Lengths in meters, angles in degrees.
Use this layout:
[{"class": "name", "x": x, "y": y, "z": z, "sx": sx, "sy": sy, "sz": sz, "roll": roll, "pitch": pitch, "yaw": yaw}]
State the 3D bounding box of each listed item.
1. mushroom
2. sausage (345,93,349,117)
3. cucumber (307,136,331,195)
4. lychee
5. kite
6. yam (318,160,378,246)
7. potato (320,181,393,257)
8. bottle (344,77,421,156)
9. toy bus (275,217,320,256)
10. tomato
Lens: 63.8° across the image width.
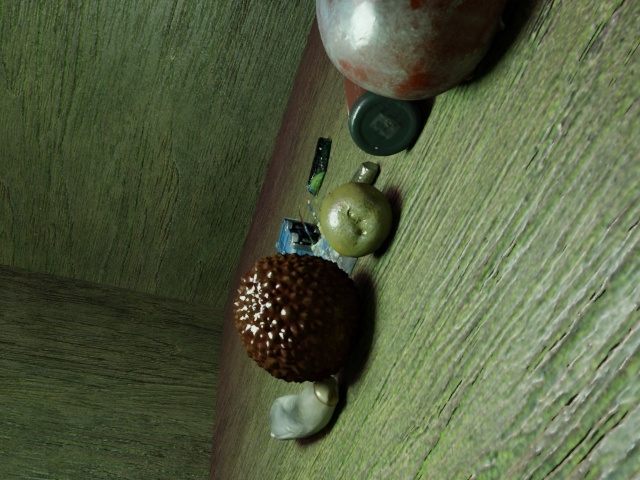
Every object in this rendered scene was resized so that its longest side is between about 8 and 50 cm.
[{"class": "mushroom", "x": -0.042, "y": 0.395, "z": 1.181, "sx": 0.351, "sy": 0.097, "sz": 0.109, "roll": 131, "pitch": 147, "yaw": -53}, {"class": "sausage", "x": 0.093, "y": -0.417, "z": 1.517, "sx": 0.043, "sy": 0.043, "sz": 0.186, "roll": 118, "pitch": 160, "yaw": -45}, {"class": "cucumber", "x": 0.000, "y": -0.260, "z": 1.731, "sx": 0.070, "sy": 0.046, "sz": 0.220, "roll": -19, "pitch": 58, "yaw": 64}, {"class": "lychee", "x": -0.043, "y": 0.156, "z": 1.074, "sx": 0.276, "sy": 0.304, "sz": 0.275, "roll": -24, "pitch": 48, "yaw": 29}, {"class": "kite", "x": -0.002, "y": 0.000, "z": 1.326, "sx": 0.310, "sy": 0.015, "sz": 0.169, "roll": 63, "pitch": 141, "yaw": 36}, {"class": "yam", "x": 0.066, "y": -0.083, "z": 1.276, "sx": 0.061, "sy": 0.061, "sz": 0.274, "roll": -92, "pitch": 22, "yaw": -46}, {"class": "potato", "x": 0.072, "y": -0.048, "z": 1.088, "sx": 0.194, "sy": 0.157, "sz": 0.157, "roll": -83, "pitch": 9, "yaw": -82}, {"class": "bottle", "x": 0.119, "y": -0.325, "z": 1.121, "sx": 0.336, "sy": 0.144, "sz": 0.144, "roll": -94, "pitch": 23, "yaw": -51}, {"class": "toy bus", "x": -0.059, "y": 0.024, "z": 1.537, "sx": 0.234, "sy": 0.116, "sz": 0.133, "roll": -118, "pitch": 41, "yaw": -66}, {"class": "tomato", "x": 0.143, "y": -0.384, "z": 0.830, "sx": 0.317, "sy": 0.283, "sz": 0.316, "roll": 178, "pitch": 90, "yaw": -67}]
